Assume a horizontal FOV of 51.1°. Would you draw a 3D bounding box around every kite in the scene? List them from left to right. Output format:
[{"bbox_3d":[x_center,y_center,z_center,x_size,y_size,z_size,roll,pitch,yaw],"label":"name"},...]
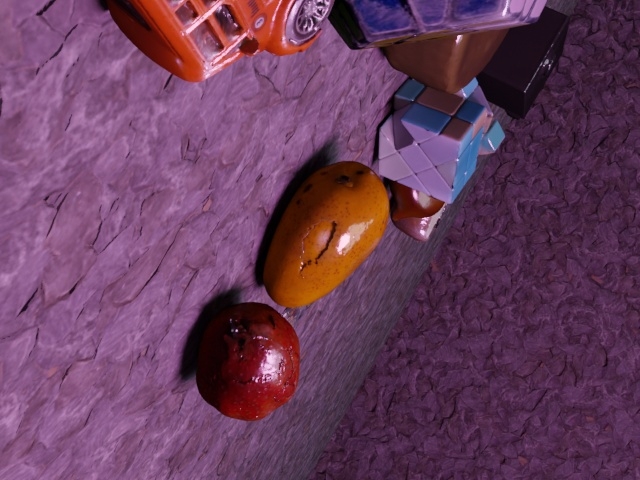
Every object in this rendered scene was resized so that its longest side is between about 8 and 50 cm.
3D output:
[{"bbox_3d":[-0.024,0.133,1.518,0.245,0.015,0.141,-46,160,-32],"label":"kite"}]

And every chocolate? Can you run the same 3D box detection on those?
[{"bbox_3d":[0.259,-0.134,1.726,0.083,0.161,0.262,20,98,-37],"label":"chocolate"}]

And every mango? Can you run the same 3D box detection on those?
[{"bbox_3d":[0.000,0.000,1.133,0.290,0.159,0.191,-55,173,17],"label":"mango"}]

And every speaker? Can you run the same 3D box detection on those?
[{"bbox_3d":[0.384,-0.405,1.429,0.184,0.232,0.254,-60,163,5],"label":"speaker"}]

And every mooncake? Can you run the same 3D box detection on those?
[{"bbox_3d":[0.222,-0.393,1.100,0.284,0.155,0.284,-51,163,-22],"label":"mooncake"}]

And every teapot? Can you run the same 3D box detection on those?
[{"bbox_3d":[0.228,-0.161,1.611,0.178,0.135,0.252,39,61,-44],"label":"teapot"}]

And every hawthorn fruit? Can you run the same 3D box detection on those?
[{"bbox_3d":[-0.113,0.180,1.052,0.181,0.181,0.235,-51,161,-28],"label":"hawthorn fruit"}]

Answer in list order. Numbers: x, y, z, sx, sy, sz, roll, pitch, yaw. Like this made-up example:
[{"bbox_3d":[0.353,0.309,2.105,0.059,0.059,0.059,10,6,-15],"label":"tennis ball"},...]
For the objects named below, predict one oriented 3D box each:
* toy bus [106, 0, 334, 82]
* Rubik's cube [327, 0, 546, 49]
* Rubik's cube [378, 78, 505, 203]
[{"bbox_3d":[-0.102,-0.222,0.456,0.153,0.143,0.329,-49,164,-4],"label":"toy bus"},{"bbox_3d":[0.096,-0.324,0.616,0.264,0.318,0.319,-77,-179,-47],"label":"Rubik's cube"},{"bbox_3d":[0.252,-0.218,1.387,0.213,0.224,0.265,-51,156,-31],"label":"Rubik's cube"}]
